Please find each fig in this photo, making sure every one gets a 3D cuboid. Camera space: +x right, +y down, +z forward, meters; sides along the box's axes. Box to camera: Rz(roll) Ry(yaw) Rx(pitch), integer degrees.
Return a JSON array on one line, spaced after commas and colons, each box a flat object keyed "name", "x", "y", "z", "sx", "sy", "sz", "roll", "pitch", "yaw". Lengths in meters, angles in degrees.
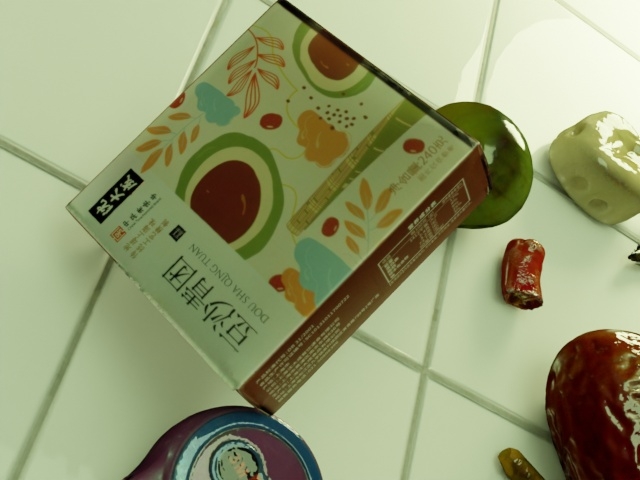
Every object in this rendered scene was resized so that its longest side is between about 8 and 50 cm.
[{"name": "fig", "x": 0.250, "y": -0.108, "z": 1.582, "sx": 0.230, "sy": 0.207, "sz": 0.207, "roll": 37, "pitch": 51, "yaw": -18}]

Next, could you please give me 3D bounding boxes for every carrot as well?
[{"name": "carrot", "x": 0.335, "y": 0.379, "z": 1.486, "sx": 0.170, "sy": 0.042, "sz": 0.042, "roll": 44, "pitch": 49, "yaw": -10}]

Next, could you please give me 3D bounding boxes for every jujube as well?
[{"name": "jujube", "x": 0.464, "y": 0.297, "z": 1.512, "sx": 0.223, "sy": 0.223, "sz": 0.318, "roll": 8, "pitch": 65, "yaw": -31}]

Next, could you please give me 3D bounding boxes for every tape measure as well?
[{"name": "tape measure", "x": -0.117, "y": 0.318, "z": 1.147, "sx": 0.245, "sy": 0.149, "sz": 0.232, "roll": -27, "pitch": 85, "yaw": -33}]

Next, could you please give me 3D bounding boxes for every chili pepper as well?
[{"name": "chili pepper", "x": 0.341, "y": 0.053, "z": 1.646, "sx": 0.070, "sy": 0.073, "sz": 0.123, "roll": 63, "pitch": 33, "yaw": -51}]

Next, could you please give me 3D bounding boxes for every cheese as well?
[{"name": "cheese", "x": 0.541, "y": -0.146, "z": 1.857, "sx": 0.235, "sy": 0.117, "sz": 0.218, "roll": 19, "pitch": 55, "yaw": -30}]

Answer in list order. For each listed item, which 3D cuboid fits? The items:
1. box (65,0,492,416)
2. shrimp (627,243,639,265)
[{"name": "box", "x": -0.052, "y": -0.052, "z": 1.184, "sx": 0.385, "sy": 0.122, "sz": 0.344, "roll": -45, "pitch": 62, "yaw": -6}, {"name": "shrimp", "x": 0.638, "y": -0.018, "z": 1.882, "sx": 0.195, "sy": 0.035, "sz": 0.148, "roll": 0, "pitch": 85, "yaw": -41}]
